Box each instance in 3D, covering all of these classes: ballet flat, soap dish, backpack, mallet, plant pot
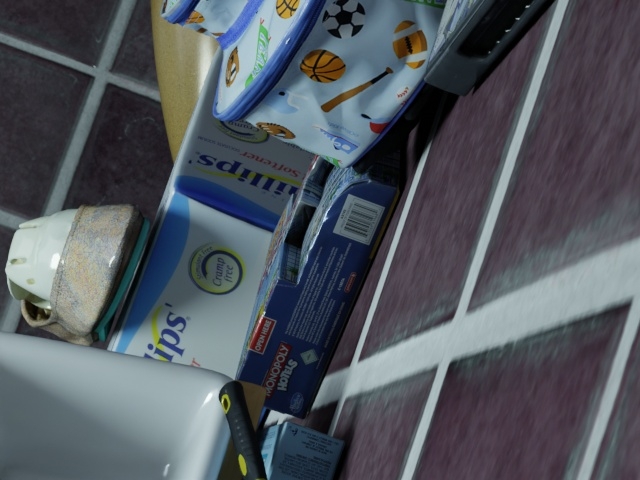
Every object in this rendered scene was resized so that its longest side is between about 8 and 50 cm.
[{"bbox_3d":[-0.218,0.031,1.646,0.316,0.106,0.107,126,162,-70],"label":"ballet flat"},{"bbox_3d":[-0.175,0.205,1.200,0.118,0.229,0.291,88,-166,-52],"label":"soap dish"},{"bbox_3d":[0.016,-0.192,1.277,0.276,0.213,0.263,121,157,-50],"label":"backpack"},{"bbox_3d":[-0.038,0.153,1.088,0.062,0.039,0.190,-66,25,21],"label":"mallet"},{"bbox_3d":[-0.078,-0.157,2.046,0.237,0.237,0.254,140,137,-79],"label":"plant pot"}]

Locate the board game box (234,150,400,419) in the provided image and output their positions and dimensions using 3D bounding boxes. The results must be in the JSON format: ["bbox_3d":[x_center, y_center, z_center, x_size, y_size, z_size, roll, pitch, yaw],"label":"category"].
[{"bbox_3d":[0.000,0.000,1.416,0.194,0.060,0.194,-85,16,-67],"label":"board game box"}]

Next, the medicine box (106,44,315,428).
[{"bbox_3d":[-0.084,0.015,1.720,0.289,0.149,0.263,-80,11,-59],"label":"medicine box"}]

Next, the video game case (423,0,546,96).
[{"bbox_3d":[0.136,-0.242,1.065,0.248,0.035,0.275,130,160,-74],"label":"video game case"}]

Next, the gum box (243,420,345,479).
[{"bbox_3d":[-0.043,0.207,1.184,0.157,0.041,0.184,138,152,-78],"label":"gum box"}]
